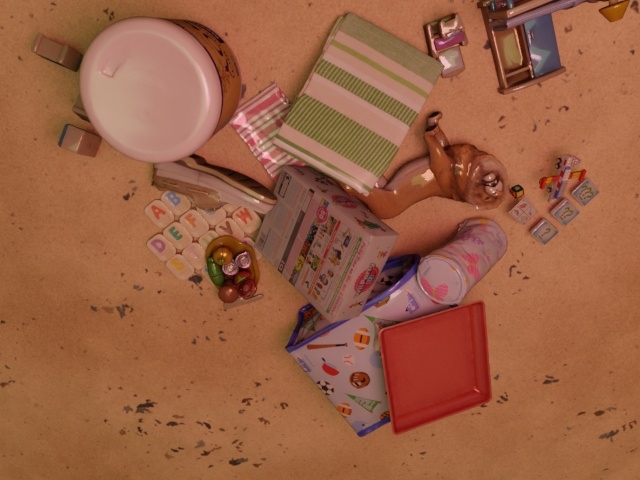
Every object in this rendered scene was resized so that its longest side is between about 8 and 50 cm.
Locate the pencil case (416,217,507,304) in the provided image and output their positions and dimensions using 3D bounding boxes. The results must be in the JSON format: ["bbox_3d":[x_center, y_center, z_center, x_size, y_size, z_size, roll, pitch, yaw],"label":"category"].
[{"bbox_3d":[0.328,0.039,1.131,0.113,0.273,0.124,-37,87,45],"label":"pencil case"}]

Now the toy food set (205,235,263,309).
[{"bbox_3d":[-0.220,0.097,1.257,0.128,0.071,0.218,-10,118,2],"label":"toy food set"}]

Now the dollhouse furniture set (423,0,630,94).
[{"bbox_3d":[0.381,-0.368,0.941,0.286,0.303,0.198,-20,110,9],"label":"dollhouse furniture set"}]

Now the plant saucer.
[{"bbox_3d":[0.254,0.276,1.110,0.258,0.047,0.259,-13,105,-14],"label":"plant saucer"}]

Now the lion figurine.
[{"bbox_3d":[0.219,-0.135,1.149,0.392,0.142,0.240,-17,120,23],"label":"lion figurine"}]

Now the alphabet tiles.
[{"bbox_3d":[-0.293,-0.019,1.250,0.284,0.021,0.278,-34,108,14],"label":"alphabet tiles"}]

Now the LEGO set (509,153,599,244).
[{"bbox_3d":[0.541,-0.090,1.141,0.244,0.060,0.182,29,112,-37],"label":"LEGO set"}]

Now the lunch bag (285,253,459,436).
[{"bbox_3d":[0.170,0.244,1.239,0.385,0.239,0.328,-33,106,21],"label":"lunch bag"}]

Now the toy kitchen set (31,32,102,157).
[{"bbox_3d":[-0.563,-0.315,1.100,0.166,0.122,0.207,22,91,-8],"label":"toy kitchen set"}]

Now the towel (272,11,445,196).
[{"bbox_3d":[0.077,-0.286,1.042,0.247,0.038,0.325,29,87,-2],"label":"towel"}]

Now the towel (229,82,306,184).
[{"bbox_3d":[-0.103,-0.244,1.148,0.144,0.029,0.197,-33,108,13],"label":"towel"}]

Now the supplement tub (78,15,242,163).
[{"bbox_3d":[-0.284,-0.301,0.963,0.240,0.331,0.241,0,113,1],"label":"supplement tub"}]

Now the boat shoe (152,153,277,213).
[{"bbox_3d":[-0.246,-0.119,1.144,0.302,0.113,0.103,25,103,10],"label":"boat shoe"}]

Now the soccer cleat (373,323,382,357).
[{"bbox_3d":[0.131,0.224,1.102,0.035,0.029,0.083,-24,109,-8],"label":"soccer cleat"}]

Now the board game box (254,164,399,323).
[{"bbox_3d":[0.000,0.000,1.108,0.097,0.303,0.224,-4,126,-44],"label":"board game box"}]
